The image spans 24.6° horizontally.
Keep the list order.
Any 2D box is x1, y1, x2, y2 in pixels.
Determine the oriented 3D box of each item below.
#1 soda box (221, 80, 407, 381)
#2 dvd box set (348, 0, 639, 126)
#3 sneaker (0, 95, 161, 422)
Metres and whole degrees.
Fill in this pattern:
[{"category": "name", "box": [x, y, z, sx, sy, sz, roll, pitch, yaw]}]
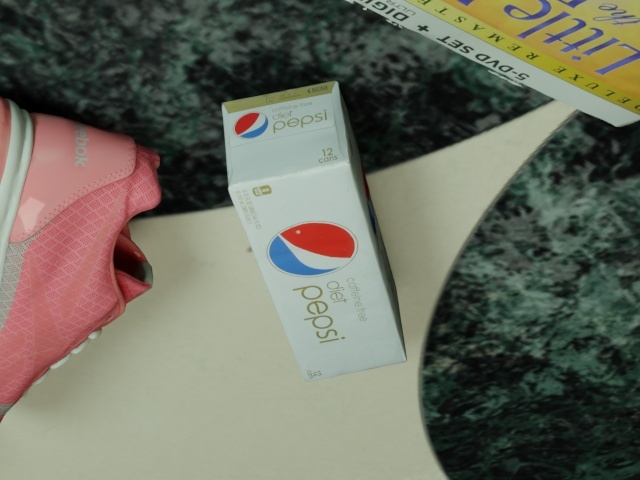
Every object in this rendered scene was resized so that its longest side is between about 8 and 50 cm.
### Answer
[{"category": "soda box", "box": [0.000, 0.000, 0.917, 0.073, 0.069, 0.216, -11, 143, 6]}, {"category": "dvd box set", "box": [0.164, -0.178, 0.593, 0.307, 0.062, 0.420, 22, 156, -29]}, {"category": "sneaker", "box": [-0.177, 0.043, 0.910, 0.136, 0.116, 0.314, 6, 140, -17]}]
